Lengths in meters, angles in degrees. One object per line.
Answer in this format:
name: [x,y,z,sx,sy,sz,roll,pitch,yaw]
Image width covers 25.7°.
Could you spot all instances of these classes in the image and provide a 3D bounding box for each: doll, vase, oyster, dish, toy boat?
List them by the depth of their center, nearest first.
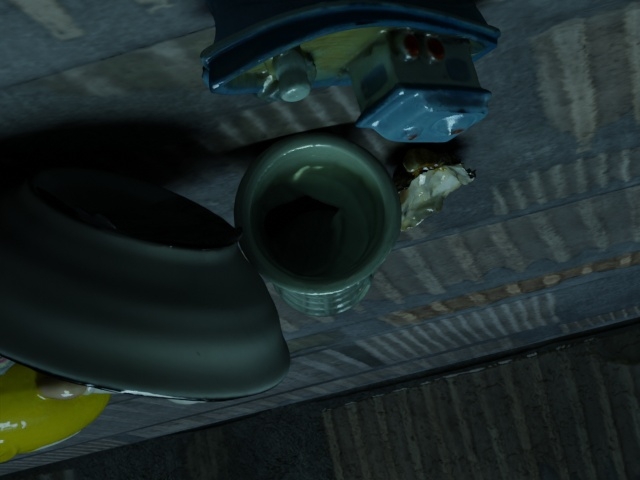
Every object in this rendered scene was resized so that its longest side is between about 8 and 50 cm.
toy boat: [0.018,-0.113,0.929,0.238,0.098,0.109,-2,160,-39]
dish: [-0.159,0.012,1.112,0.316,0.106,0.316,17,-166,-4]
vase: [0.000,0.000,1.333,0.143,0.143,0.299,-13,171,-1]
oyster: [0.098,-0.058,1.344,0.103,0.051,0.148,-29,169,-7]
doll: [-0.340,0.176,1.715,0.423,0.161,0.348,-11,177,-9]

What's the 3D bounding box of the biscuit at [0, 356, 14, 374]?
biscuit: [-0.323,0.069,1.200,0.186,0.079,0.309,-35,165,26]
